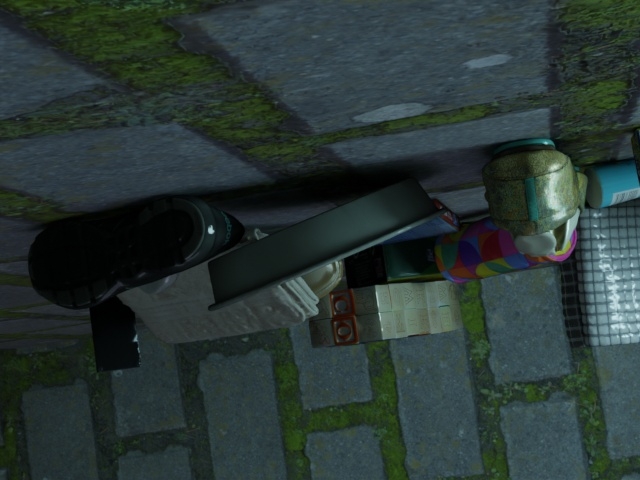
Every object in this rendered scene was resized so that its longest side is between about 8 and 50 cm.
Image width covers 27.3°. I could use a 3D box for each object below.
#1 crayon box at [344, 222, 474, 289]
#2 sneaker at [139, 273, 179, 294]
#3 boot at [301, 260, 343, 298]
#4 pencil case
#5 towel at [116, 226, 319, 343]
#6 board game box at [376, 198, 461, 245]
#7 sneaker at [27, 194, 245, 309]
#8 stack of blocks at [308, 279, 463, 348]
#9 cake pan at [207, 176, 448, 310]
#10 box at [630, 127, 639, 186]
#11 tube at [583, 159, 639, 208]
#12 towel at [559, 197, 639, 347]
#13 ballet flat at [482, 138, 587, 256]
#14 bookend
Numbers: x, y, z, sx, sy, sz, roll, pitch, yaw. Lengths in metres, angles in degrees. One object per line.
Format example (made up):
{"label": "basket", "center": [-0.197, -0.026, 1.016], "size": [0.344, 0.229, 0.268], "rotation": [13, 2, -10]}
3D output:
{"label": "crayon box", "center": [0.220, 0.023, 2.208], "size": [0.319, 0.081, 0.202], "rotation": [-6, 174, -19]}
{"label": "sneaker", "center": [-0.206, 0.020, 1.690], "size": [0.094, 0.080, 0.212], "rotation": [-18, -174, -24]}
{"label": "boot", "center": [-0.113, 0.066, 2.091], "size": [0.284, 0.109, 0.220], "rotation": [-20, -176, -5]}
{"label": "pencil case", "center": [0.273, 0.002, 1.995], "size": [0.104, 0.104, 0.236], "rotation": [-3, 173, -40]}
{"label": "towel", "center": [-0.157, 0.066, 1.855], "size": [0.282, 0.049, 0.187], "rotation": [-10, 137, 27]}
{"label": "board game box", "center": [0.113, -0.023, 1.871], "size": [0.145, 0.027, 0.281], "rotation": [-11, 174, 11]}
{"label": "sneaker", "center": [-0.204, 0.016, 1.446], "size": [0.267, 0.101, 0.106], "rotation": [-11, 176, 30]}
{"label": "stack of blocks", "center": [0.091, 0.122, 2.153], "size": [0.171, 0.087, 0.297], "rotation": [-11, 174, 29]}
{"label": "cake pan", "center": [0.000, 0.000, 1.483], "size": [0.293, 0.054, 0.293], "rotation": [-22, 180, 0]}
{"label": "box", "center": [0.416, -0.099, 1.382], "size": [0.169, 0.059, 0.054], "rotation": [-9, 173, 6]}
{"label": "tube", "center": [0.429, -0.085, 1.635], "size": [0.207, 0.052, 0.080], "rotation": [-12, 180, -14]}
{"label": "towel", "center": [0.520, 0.048, 2.137], "size": [0.284, 0.235, 0.121], "rotation": [-5, 177, -24]}
{"label": "ballet flat", "center": [0.245, -0.036, 1.494], "size": [0.123, 0.123, 0.348], "rotation": [-9, 174, 13]}
{"label": "bookend", "center": [-0.340, 0.138, 2.169], "size": [0.072, 0.157, 0.156], "rotation": [-7, 173, -9]}
